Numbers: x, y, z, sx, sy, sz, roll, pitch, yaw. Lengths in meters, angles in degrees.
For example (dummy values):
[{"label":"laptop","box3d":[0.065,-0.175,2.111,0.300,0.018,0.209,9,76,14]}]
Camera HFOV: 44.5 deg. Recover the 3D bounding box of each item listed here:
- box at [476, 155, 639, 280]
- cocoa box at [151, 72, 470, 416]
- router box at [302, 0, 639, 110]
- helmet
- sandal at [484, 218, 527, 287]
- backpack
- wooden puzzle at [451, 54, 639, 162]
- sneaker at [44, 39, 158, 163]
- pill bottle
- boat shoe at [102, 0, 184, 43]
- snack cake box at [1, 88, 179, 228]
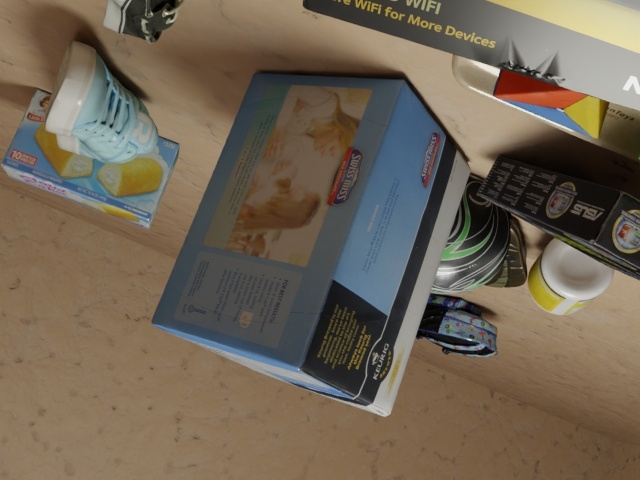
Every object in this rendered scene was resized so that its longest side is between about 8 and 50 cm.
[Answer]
[{"label":"box","box3d":[0.329,-0.008,0.886,0.216,0.060,0.270,25,-174,-18]},{"label":"cocoa box","box3d":[0.000,0.000,0.959,0.232,0.347,0.228,11,164,35]},{"label":"router box","box3d":[0.155,-0.191,0.398,0.309,0.081,0.243,18,147,6]},{"label":"helmet","box3d":[0.179,-0.003,1.100,0.170,0.161,0.169,18,167,5]},{"label":"sandal","box3d":[0.288,0.012,1.254,0.090,0.060,0.219,7,149,22]},{"label":"backpack","box3d":[0.329,0.204,1.811,0.173,0.116,0.158,6,161,47]},{"label":"wooden puzzle","box3d":[0.298,-0.127,0.614,0.322,0.080,0.348,21,166,-7]},{"label":"sneaker","box3d":[-0.307,-0.190,1.146,0.150,0.135,0.366,14,177,-13]},{"label":"pill bottle","box3d":[0.374,0.057,1.194,0.103,0.103,0.184,17,167,9]},{"label":"boat shoe","box3d":[-0.173,-0.254,0.793,0.070,0.077,0.219,24,174,-16]},{"label":"snack cake box","box3d":[-0.400,-0.141,1.382,0.264,0.152,0.089,21,166,-8]}]
